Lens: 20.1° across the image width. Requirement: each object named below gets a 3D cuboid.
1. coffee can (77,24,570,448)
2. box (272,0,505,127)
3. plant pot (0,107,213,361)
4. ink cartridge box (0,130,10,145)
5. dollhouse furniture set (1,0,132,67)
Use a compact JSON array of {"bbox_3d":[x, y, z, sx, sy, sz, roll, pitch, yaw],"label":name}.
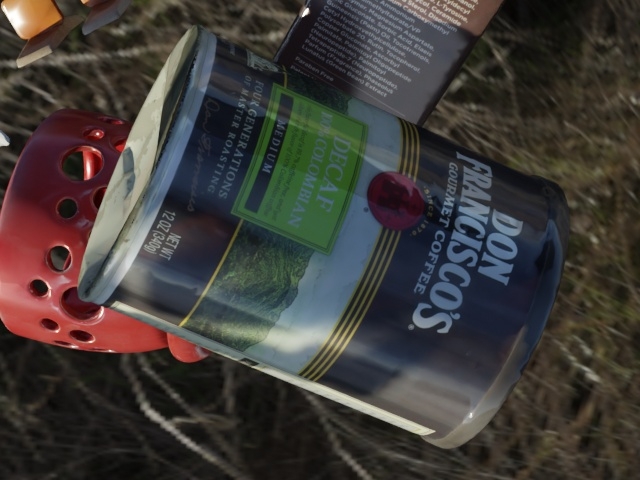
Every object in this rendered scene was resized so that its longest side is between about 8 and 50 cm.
[{"bbox_3d":[0.000,0.000,1.226,0.275,0.201,0.201,23,89,-13],"label":"coffee can"},{"bbox_3d":[0.088,-0.229,1.431,0.143,0.191,0.381,30,137,-1],"label":"box"},{"bbox_3d":[-0.148,0.004,1.446,0.174,0.191,0.191,15,87,13],"label":"plant pot"},{"bbox_3d":[-0.184,-0.109,0.669,0.180,0.104,0.060,37,77,-21],"label":"ink cartridge box"},{"bbox_3d":[-0.325,-0.271,1.603,0.259,0.135,0.262,-22,111,21],"label":"dollhouse furniture set"}]
